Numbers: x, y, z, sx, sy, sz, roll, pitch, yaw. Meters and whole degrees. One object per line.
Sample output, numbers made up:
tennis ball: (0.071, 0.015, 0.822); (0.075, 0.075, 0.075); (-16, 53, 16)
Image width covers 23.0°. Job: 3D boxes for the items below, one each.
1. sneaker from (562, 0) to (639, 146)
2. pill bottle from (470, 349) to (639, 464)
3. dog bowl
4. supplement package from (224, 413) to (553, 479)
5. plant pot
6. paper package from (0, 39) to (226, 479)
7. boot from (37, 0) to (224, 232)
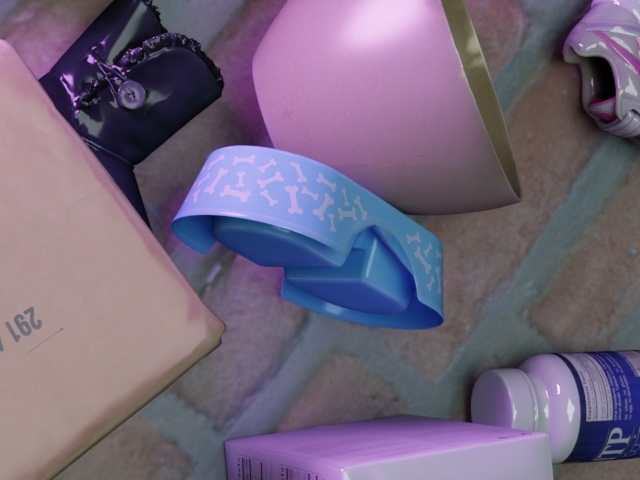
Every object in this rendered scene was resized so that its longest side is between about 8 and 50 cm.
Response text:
sneaker: (0.334, -0.140, 1.636); (0.111, 0.103, 0.252); (-37, 96, -17)
pill bottle: (0.251, 0.166, 1.570); (0.186, 0.112, 0.112); (0, 88, -24)
dog bowl: (0.000, 0.000, 1.409); (0.297, 0.166, 0.074); (32, 66, -45)
supplement package: (0.060, 0.270, 1.397); (0.199, 0.262, 0.198); (-5, 90, -25)
plant pot: (0.049, -0.141, 1.434); (0.191, 0.284, 0.284); (-18, 96, 11)
paper package: (-0.295, 0.052, 1.206); (0.325, 0.168, 0.309); (-39, 101, -18)
boot: (-0.159, -0.077, 1.406); (0.207, 0.094, 0.246); (-42, 98, -16)
